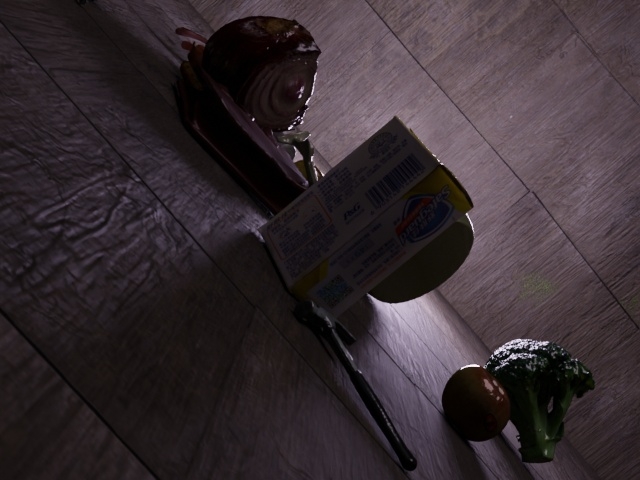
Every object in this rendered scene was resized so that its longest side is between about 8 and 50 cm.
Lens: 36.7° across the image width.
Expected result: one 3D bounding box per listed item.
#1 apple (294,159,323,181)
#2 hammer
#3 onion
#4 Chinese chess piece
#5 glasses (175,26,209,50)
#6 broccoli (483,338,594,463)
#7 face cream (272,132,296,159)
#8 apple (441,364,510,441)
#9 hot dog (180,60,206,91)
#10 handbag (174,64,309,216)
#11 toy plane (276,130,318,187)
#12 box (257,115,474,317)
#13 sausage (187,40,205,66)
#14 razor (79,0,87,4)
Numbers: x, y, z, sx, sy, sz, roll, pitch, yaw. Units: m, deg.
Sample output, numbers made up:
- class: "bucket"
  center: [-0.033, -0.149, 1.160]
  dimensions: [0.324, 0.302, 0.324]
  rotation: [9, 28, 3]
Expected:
- class: "apple"
  center: [-0.032, -0.127, 2.044]
  dimensions: [0.089, 0.074, 0.089]
  rotation: [49, 5, -6]
- class: "hammer"
  center: [0.052, 0.178, 1.169]
  dimensions: [0.246, 0.029, 0.103]
  rotation: [56, 10, 34]
- class: "onion"
  center: [-0.134, -0.331, 1.856]
  dimensions: [0.207, 0.216, 0.206]
  rotation: [-12, 47, -32]
- class: "Chinese chess piece"
  center: [0.178, 0.013, 1.881]
  dimensions: [0.101, 0.250, 0.250]
  rotation: [58, 10, 32]
- class: "glasses"
  center: [-0.212, -0.420, 2.302]
  dimensions: [0.268, 0.118, 0.234]
  rotation: [46, 9, -25]
- class: "broccoli"
  center: [0.444, 0.346, 2.083]
  dimensions: [0.254, 0.269, 0.269]
  rotation: [1, 26, -16]
- class: "face cream"
  center: [-0.144, -0.252, 1.988]
  dimensions: [0.250, 0.077, 0.077]
  rotation: [54, 8, 28]
- class: "apple"
  center: [0.263, 0.276, 1.637]
  dimensions: [0.126, 0.102, 0.126]
  rotation: [49, 13, -15]
- class: "hot dog"
  center: [-0.237, -0.291, 1.812]
  dimensions: [0.122, 0.037, 0.049]
  rotation: [61, 1, 36]
- class: "handbag"
  center: [-0.136, -0.172, 1.646]
  dimensions: [0.260, 0.084, 0.275]
  rotation: [44, 8, -23]
- class: "toy plane"
  center: [0.002, -0.036, 1.517]
  dimensions: [0.108, 0.092, 0.286]
  rotation: [-15, -91, 64]
- class: "box"
  center: [0.058, -0.031, 1.330]
  dimensions: [0.097, 0.265, 0.168]
  rotation: [47, 5, -35]
- class: "sausage"
  center: [-0.235, -0.373, 2.122]
  dimensions: [0.169, 0.065, 0.065]
  rotation: [39, 13, -53]
- class: "razor"
  center: [-0.403, -0.412, 1.413]
  dimensions: [0.191, 0.037, 0.068]
  rotation: [22, 70, -67]
